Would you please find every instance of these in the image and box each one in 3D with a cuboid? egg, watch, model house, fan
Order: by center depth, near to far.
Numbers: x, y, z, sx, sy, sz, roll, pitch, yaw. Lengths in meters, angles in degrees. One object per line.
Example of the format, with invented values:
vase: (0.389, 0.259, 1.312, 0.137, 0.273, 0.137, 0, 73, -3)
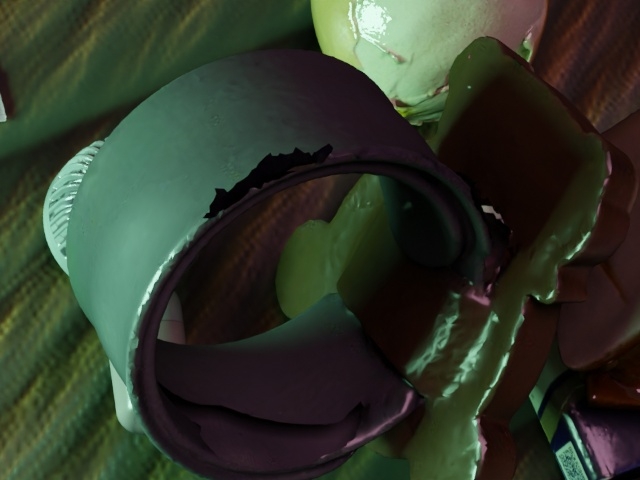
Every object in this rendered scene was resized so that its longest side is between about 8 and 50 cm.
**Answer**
watch: (0.000, 0.000, 1.392, 0.327, 0.335, 0.314, 14, 27, -37)
model house: (0.288, 0.018, 1.523, 0.219, 0.229, 0.199, -26, 58, 23)
fan: (-0.146, 0.035, 1.546, 0.130, 0.074, 0.244, 1, 71, -27)
egg: (0.089, -0.222, 1.651, 0.201, 0.201, 0.244, 2, 54, -14)

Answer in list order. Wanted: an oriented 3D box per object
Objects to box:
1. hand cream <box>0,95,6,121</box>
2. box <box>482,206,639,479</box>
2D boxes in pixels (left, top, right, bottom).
hand cream: (-0.332, -0.129, 1.586, 0.142, 0.053, 0.084, -5, 68, -33)
box: (0.238, 0.071, 1.627, 0.168, 0.071, 0.259, -17, 71, -21)
